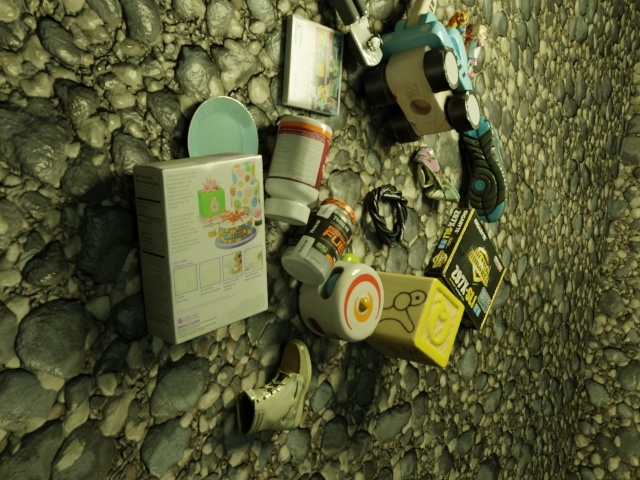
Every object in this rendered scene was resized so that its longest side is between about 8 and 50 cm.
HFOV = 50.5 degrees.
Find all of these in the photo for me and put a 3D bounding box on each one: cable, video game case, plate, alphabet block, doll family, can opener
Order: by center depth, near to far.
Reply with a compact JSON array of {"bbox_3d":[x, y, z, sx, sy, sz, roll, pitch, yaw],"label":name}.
[{"bbox_3d":[-0.202,-0.200,1.389,0.188,0.024,0.188,-7,99,-48],"label":"plate"},{"bbox_3d":[-0.016,-0.403,1.582,0.183,0.023,0.201,2,92,-49],"label":"video game case"},{"bbox_3d":[0.066,-0.540,1.622,0.074,0.093,0.280,-45,117,-38],"label":"can opener"},{"bbox_3d":[0.237,0.209,1.810,0.193,0.197,0.192,38,66,-45],"label":"alphabet block"},{"bbox_3d":[0.189,-0.079,1.836,0.184,0.047,0.150,50,58,-39],"label":"cable"},{"bbox_3d":[0.390,-0.564,1.923,0.263,0.119,0.163,-78,178,-71],"label":"doll family"}]

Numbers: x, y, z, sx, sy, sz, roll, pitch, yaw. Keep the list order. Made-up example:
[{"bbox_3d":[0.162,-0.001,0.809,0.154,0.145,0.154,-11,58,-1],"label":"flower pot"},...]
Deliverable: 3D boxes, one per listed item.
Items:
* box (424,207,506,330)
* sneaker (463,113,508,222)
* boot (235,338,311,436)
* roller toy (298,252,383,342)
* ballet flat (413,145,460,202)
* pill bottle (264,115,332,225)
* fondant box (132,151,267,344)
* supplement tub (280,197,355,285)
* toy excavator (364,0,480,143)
[{"bbox_3d":[0.468,0.095,2.157,0.322,0.079,0.257,52,59,-39],"label":"box"},{"bbox_3d":[0.535,-0.226,2.138,0.140,0.125,0.340,-6,91,-61],"label":"sneaker"},{"bbox_3d":[-0.107,0.329,1.523,0.165,0.077,0.213,8,91,-47],"label":"boot"},{"bbox_3d":[0.057,0.147,1.634,0.191,0.146,0.209,-15,106,-47],"label":"roller toy"},{"bbox_3d":[0.329,-0.174,1.976,0.079,0.077,0.221,-45,123,-13],"label":"ballet flat"},{"bbox_3d":[-0.054,-0.151,1.490,0.121,0.121,0.221,21,79,-48],"label":"pill bottle"},{"bbox_3d":[-0.223,0.005,1.315,0.238,0.096,0.330,-17,113,-46],"label":"fondant box"},{"bbox_3d":[0.000,0.000,1.575,0.117,0.117,0.190,54,56,-38],"label":"supplement tub"},{"bbox_3d":[0.269,-0.544,1.787,0.433,0.222,0.445,51,44,-39],"label":"toy excavator"}]
